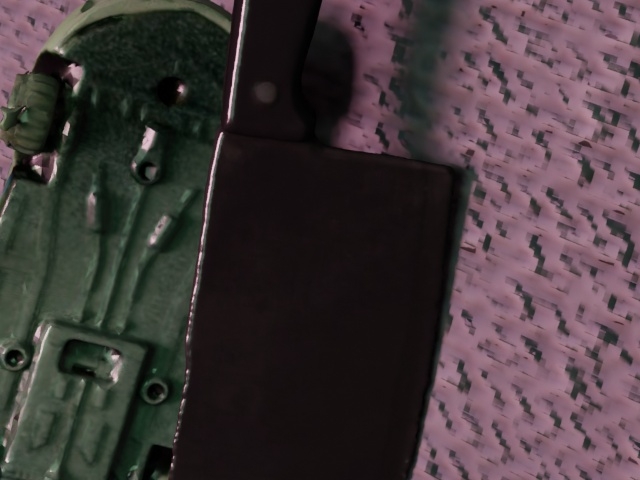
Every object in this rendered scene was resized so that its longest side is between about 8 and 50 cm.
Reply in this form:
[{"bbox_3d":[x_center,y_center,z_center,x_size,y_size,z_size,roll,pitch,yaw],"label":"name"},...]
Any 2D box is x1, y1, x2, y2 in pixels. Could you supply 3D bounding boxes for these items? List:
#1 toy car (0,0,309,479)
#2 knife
[{"bbox_3d":[-0.062,0.015,0.491,0.093,0.058,0.186,16,102,-11],"label":"toy car"},{"bbox_3d":[0.000,0.000,0.455,0.072,0.019,0.245,6,101,-6],"label":"knife"}]
